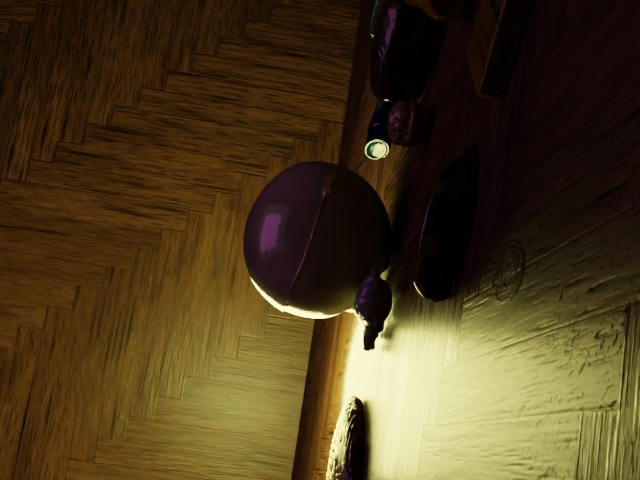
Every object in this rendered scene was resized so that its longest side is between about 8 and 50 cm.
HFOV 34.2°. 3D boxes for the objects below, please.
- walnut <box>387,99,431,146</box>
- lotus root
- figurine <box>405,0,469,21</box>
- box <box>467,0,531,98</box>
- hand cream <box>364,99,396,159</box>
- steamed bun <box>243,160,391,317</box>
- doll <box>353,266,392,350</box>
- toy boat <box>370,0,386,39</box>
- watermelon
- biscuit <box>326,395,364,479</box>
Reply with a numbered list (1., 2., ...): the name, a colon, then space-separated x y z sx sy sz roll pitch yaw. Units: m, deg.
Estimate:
1. walnut: 0.163 -0.219 1.929 0.096 0.079 0.082 104 172 -46
2. lotus root: 0.161 -0.372 2.000 0.123 0.124 0.241 -110 27 -59
3. figurine: 0.186 -0.478 1.734 0.156 0.131 0.246 -24 73 34
4. box: 0.249 -0.342 1.369 0.153 0.041 0.279 -86 8 -58
5. hand cream: 0.155 -0.320 2.435 0.120 0.061 0.270 111 173 -61
6. steamed bun: -0.006 -0.003 2.159 0.374 0.334 0.334 -104 24 -81
7. doll: 0.103 0.129 2.029 0.227 0.075 0.102 87 -164 -50
8. toy boat: 0.166 -0.479 2.170 0.115 0.114 0.262 -59 -14 -67
9. watermelon: 0.182 -0.020 1.499 0.119 0.063 0.245 -40 -40 -77
10. biscuit: 0.046 0.485 2.182 0.318 0.040 0.318 -170 90 -86
